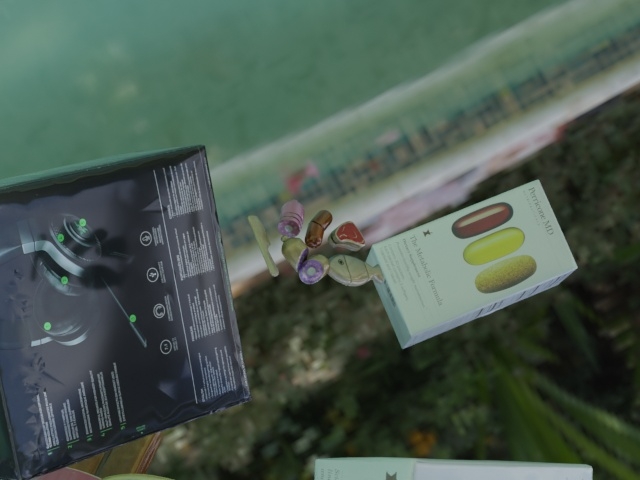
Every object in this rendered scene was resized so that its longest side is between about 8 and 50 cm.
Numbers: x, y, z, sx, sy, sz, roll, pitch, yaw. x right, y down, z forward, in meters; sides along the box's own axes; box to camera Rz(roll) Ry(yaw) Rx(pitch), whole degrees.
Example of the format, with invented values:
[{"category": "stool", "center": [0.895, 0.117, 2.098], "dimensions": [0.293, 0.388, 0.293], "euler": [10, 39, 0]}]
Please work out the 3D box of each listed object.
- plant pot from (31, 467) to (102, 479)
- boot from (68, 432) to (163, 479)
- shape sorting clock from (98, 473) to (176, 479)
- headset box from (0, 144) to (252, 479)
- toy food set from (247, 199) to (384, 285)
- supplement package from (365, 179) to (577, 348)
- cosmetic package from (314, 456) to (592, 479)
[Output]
[{"category": "plant pot", "center": [-0.305, 0.372, 1.934], "dimensions": [0.201, 0.201, 0.180], "euler": [-34, -149, 58]}, {"category": "boot", "center": [-0.364, 0.356, 2.190], "dimensions": [0.264, 0.280, 0.096], "euler": [-4, 146, 32]}, {"category": "shape sorting clock", "center": [-0.119, 0.271, 1.412], "dimensions": [0.206, 0.206, 0.040], "euler": [-31, -156, 37]}, {"category": "headset box", "center": [-0.224, 0.061, 1.458], "dimensions": [0.283, 0.246, 0.131], "euler": [-17, -170, -43]}, {"category": "toy food set", "center": [0.000, 0.000, 1.344], "dimensions": [0.122, 0.078, 0.019], "euler": [0, 148, -45]}, {"category": "supplement package", "center": [0.201, 0.033, 2.233], "dimensions": [0.244, 0.139, 0.134], "euler": [-22, 171, -7]}, {"category": "cosmetic package", "center": [0.167, 0.370, 1.994], "dimensions": [0.156, 0.217, 0.385], "euler": [-5, 169, 42]}]
